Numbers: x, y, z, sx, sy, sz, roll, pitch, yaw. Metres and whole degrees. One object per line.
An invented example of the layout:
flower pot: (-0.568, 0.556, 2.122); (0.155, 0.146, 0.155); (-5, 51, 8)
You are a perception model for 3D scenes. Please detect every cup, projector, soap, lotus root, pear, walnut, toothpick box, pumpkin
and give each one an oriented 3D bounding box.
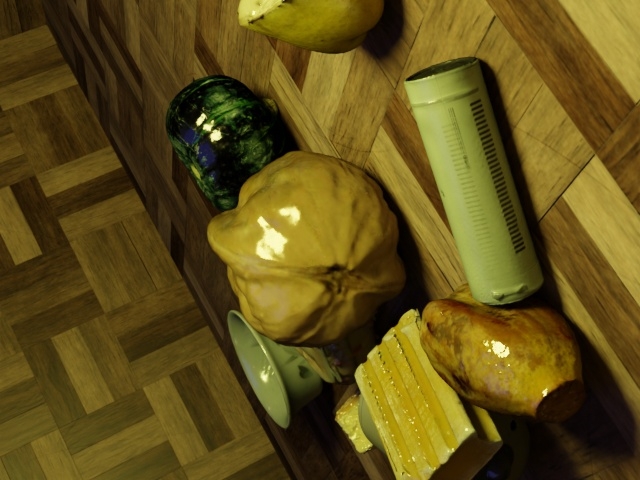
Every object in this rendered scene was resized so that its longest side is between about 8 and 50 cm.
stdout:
cup: (-0.101, 0.312, 2.600); (0.347, 0.163, 0.347); (53, 159, 31)
projector: (0.215, -0.081, 1.345); (0.108, 0.108, 0.337); (17, 130, 66)
soap: (0.165, 0.261, 1.538); (0.173, 0.089, 0.274); (-52, 35, 23)
lotus root: (0.271, 0.172, 1.403); (0.291, 0.193, 0.193); (31, 142, 59)
pear: (0.006, -0.363, 1.470); (0.178, 0.267, 0.267); (47, 170, -26)
walnut: (-0.022, 0.008, 1.789); (0.383, 0.384, 0.383); (53, 158, 32)
toothpick box: (0.219, 0.342, 1.678); (0.316, 0.229, 0.229); (31, 142, 58)
pumpkin: (-0.184, -0.212, 2.075); (0.315, 0.238, 0.315); (55, 177, 5)

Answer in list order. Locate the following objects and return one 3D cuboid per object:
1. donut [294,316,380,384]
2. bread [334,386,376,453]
donut: (-0.007, 0.158, 2.137); (0.371, 0.150, 0.307); (49, 163, 30)
bread: (0.119, 0.393, 2.219); (0.147, 0.127, 0.152); (51, 140, 36)
